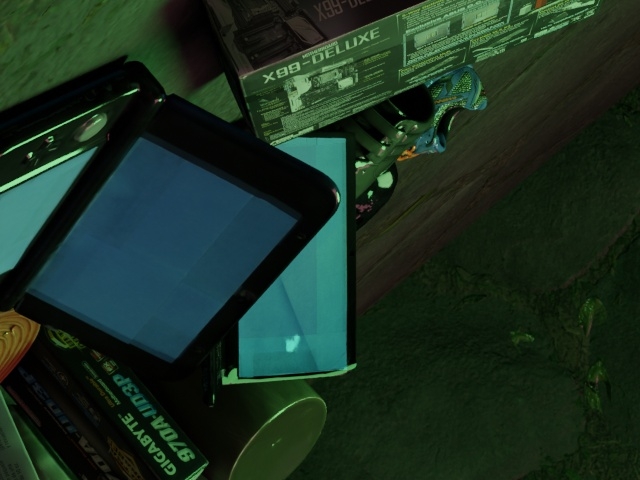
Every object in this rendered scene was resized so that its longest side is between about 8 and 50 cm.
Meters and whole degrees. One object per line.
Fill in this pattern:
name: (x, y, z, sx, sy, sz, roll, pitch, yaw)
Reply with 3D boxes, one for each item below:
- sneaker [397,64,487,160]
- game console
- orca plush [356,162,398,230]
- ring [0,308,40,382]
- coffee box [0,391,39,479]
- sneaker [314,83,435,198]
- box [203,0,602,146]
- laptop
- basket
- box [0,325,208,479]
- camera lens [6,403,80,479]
sneaker: (0.098, -0.123, 2.162, 0.221, 0.087, 0.083, -44, 171, 18)
game console: (-0.172, 0.026, 1.398, 0.250, 0.173, 0.293, -33, 168, -46)
orca plush: (0.000, 0.000, 2.307, 0.287, 0.102, 0.151, -35, 170, -34)
ring: (-0.382, 0.159, 1.645, 0.336, 0.032, 0.336, -40, 171, -7)
coffee box: (-0.371, 0.212, 1.419, 0.297, 0.119, 0.168, -22, 166, -21)
sneaker: (0.008, -0.083, 1.934, 0.296, 0.104, 0.147, -42, 173, -39)
box: (0.071, -0.180, 1.448, 0.307, 0.076, 0.242, -22, 170, -1)
laptop: (-0.032, 0.017, 1.672, 0.137, 0.234, 0.264, -1, -179, -1)
basket: (-0.116, 0.133, 1.837, 0.154, 0.227, 0.204, -31, 149, -32)
box: (-0.212, 0.169, 1.812, 0.051, 0.220, 0.175, -37, 172, -29)
camera lens: (-0.351, 0.325, 2.000, 0.274, 0.219, 0.219, -40, 172, -7)
